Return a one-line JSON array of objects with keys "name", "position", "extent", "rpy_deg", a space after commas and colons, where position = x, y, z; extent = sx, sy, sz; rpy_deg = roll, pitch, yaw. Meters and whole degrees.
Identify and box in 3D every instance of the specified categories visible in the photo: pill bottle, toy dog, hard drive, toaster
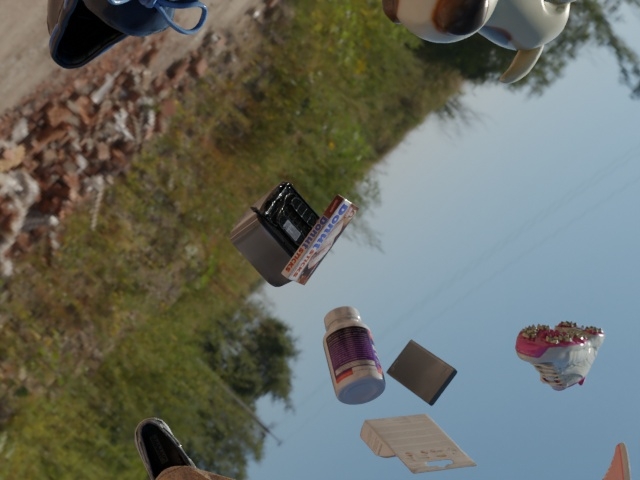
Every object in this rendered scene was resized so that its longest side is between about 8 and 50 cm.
[{"name": "pill bottle", "position": [0.065, 0.239, 1.841], "extent": [0.108, 0.108, 0.194], "rpy_deg": [-45, -138, 32]}, {"name": "toy dog", "position": [0.309, -0.506, 1.708], "extent": [0.407, 0.284, 0.396], "rpy_deg": [-16, 130, -38]}, {"name": "hard drive", "position": [0.219, 0.286, 1.893], "extent": [0.135, 0.022, 0.094], "rpy_deg": [32, -100, 43]}, {"name": "toaster", "position": [-0.082, -0.018, 1.788], "extent": [0.110, 0.186, 0.168], "rpy_deg": [-33, -165, 34]}]

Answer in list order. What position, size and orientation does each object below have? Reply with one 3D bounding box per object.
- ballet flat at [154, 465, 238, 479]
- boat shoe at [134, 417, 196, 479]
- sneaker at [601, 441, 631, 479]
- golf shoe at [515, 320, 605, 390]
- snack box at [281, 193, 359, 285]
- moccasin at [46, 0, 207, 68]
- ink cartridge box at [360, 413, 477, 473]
[{"name": "ballet flat", "position": [-0.088, 0.391, 1.196], "extent": [0.106, 0.315, 0.108], "rpy_deg": [-61, 158, -75]}, {"name": "boat shoe", "position": [-0.295, 0.507, 1.815], "extent": [0.108, 0.301, 0.102], "rpy_deg": [-26, 174, -15]}, {"name": "sneaker", "position": [0.495, 0.410, 1.486], "extent": [0.070, 0.051, 0.134], "rpy_deg": [-6, -122, 22]}, {"name": "golf shoe", "position": [0.470, 0.236, 1.712], "extent": [0.306, 0.115, 0.140], "rpy_deg": [4, 99, -50]}, {"name": "snack box", "position": [0.000, 0.000, 1.595], "extent": [0.178, 0.022, 0.064], "rpy_deg": [-55, 147, 5]}, {"name": "moccasin", "position": [-0.174, -0.251, 0.863], "extent": [0.342, 0.137, 0.117], "rpy_deg": [-16, -118, 56]}, {"name": "ink cartridge box", "position": [0.230, 0.501, 2.082], "extent": [0.232, 0.189, 0.066], "rpy_deg": [45, -51, 53]}]
